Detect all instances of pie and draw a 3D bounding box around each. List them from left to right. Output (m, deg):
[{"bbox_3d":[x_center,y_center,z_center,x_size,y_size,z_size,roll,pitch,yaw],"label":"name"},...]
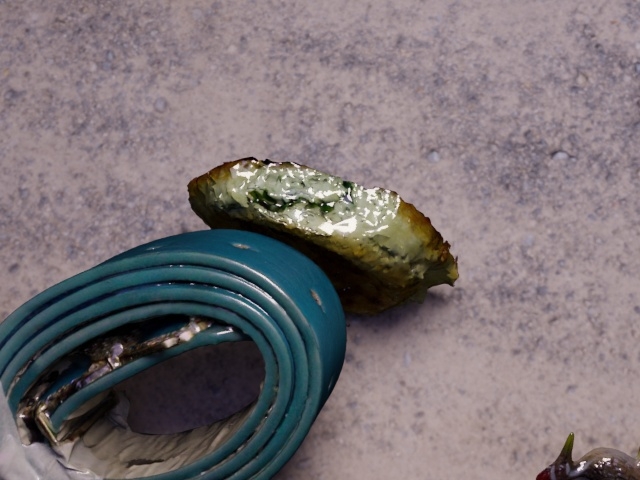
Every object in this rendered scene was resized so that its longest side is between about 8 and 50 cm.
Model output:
[{"bbox_3d":[0.000,0.000,1.400,0.354,0.288,0.103,16,70,4],"label":"pie"}]

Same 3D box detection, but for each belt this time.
[{"bbox_3d":[-0.184,0.160,1.292,0.436,0.173,0.300,-22,94,20],"label":"belt"}]

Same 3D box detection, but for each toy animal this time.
[{"bbox_3d":[0.365,0.280,1.395,0.202,0.070,0.105,-4,88,-3],"label":"toy animal"}]
